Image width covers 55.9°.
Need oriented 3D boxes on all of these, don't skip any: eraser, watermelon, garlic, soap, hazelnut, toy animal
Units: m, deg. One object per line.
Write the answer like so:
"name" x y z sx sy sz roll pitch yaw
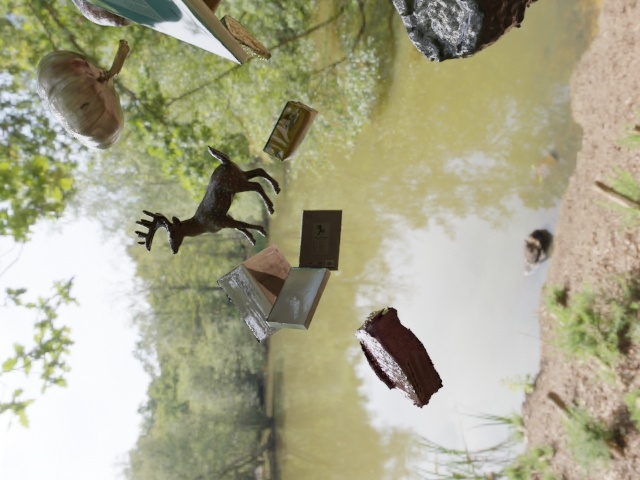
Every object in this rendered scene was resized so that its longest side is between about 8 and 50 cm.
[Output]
"eraser" -0.046 0.124 1.315 0.023 0.103 0.150 55 -133 -40
"watermelon" -0.200 -0.450 1.375 0.092 0.075 0.181 55 -161 10
"garlic" -0.532 -0.367 1.419 0.245 0.253 0.245 44 179 1
"soap" 0.205 0.302 1.638 0.182 0.112 0.289 16 141 50
"hazelnut" -0.544 -0.666 1.546 0.208 0.208 0.208 179 90 -83
"toy animal" -0.234 -0.067 1.255 0.244 0.259 0.087 -69 20 3

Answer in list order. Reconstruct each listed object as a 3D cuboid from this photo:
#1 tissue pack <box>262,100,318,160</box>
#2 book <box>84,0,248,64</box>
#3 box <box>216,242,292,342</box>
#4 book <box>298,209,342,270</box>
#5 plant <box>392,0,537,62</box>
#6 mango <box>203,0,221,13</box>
"tissue pack" -0.086 -0.323 1.779 0.169 0.082 0.120 -60 -7 17
"book" -0.311 -0.391 0.907 0.031 0.379 0.264 -62 -20 -3
"box" -0.150 0.139 1.685 0.203 0.106 0.251 55 -160 0
"book" 0.000 0.000 1.739 0.014 0.127 0.182 -155 66 -65
"plant" 0.234 -0.396 0.926 0.204 0.234 0.178 6 137 55
"mango" -0.338 -0.691 1.668 0.253 0.138 0.113 -52 -11 27
